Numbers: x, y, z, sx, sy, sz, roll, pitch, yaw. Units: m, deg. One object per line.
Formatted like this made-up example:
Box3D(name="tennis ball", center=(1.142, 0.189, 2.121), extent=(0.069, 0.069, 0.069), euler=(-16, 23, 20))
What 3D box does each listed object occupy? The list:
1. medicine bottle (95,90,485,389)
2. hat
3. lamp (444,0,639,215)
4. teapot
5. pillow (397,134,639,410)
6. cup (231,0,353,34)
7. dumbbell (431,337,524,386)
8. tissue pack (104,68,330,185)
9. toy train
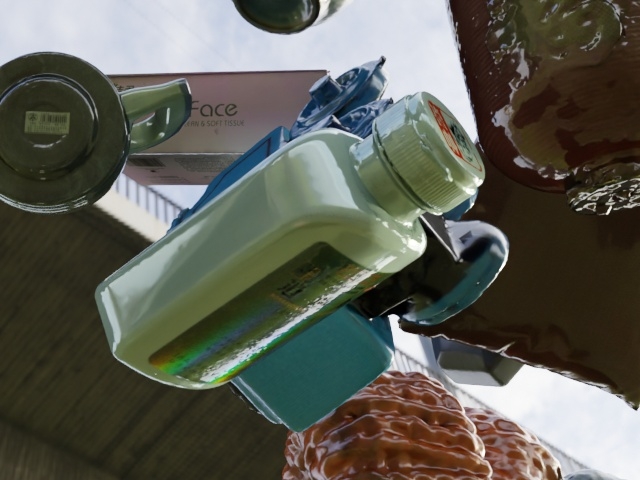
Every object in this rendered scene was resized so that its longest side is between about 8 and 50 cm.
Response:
Box3D(name="medicine bottle", center=(-0.013, 0.002, 0.631), extent=(0.229, 0.083, 0.121), euler=(-36, -29, 22))
Box3D(name="hat", center=(0.167, 0.262, 1.140), extent=(0.400, 0.285, 0.285), euler=(-5, -57, -12))
Box3D(name="lamp", center=(0.183, -0.146, 0.751), extent=(0.180, 0.258, 0.180), euler=(-9, -18, -3))
Box3D(name="teapot", center=(-0.178, -0.081, 0.776), extent=(0.111, 0.108, 0.149), euler=(42, -103, 2))
Box3D(name="pillow", center=(0.266, 0.001, 1.154), extent=(0.305, 0.108, 0.308), euler=(18, -83, -12))
Box3D(name="cup", center=(-0.025, -0.264, 0.967), extent=(0.199, 0.150, 0.199), euler=(9, -34, 6))
Box3D(name="dumbbell", center=(0.159, 0.062, 1.398), extent=(0.160, 0.144, 0.325), euler=(1, -31, 40))
Box3D(name="tissue pack", center=(-0.100, -0.117, 1.156), extent=(0.246, 0.148, 0.092), euler=(0, -101, 10))
Box3D(name="toy train", center=(0.000, 0.000, 0.906), extent=(0.265, 0.300, 0.188), euler=(-37, -72, 13))
